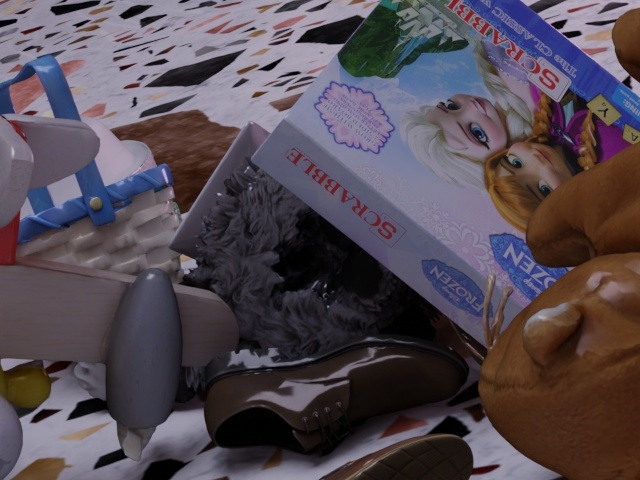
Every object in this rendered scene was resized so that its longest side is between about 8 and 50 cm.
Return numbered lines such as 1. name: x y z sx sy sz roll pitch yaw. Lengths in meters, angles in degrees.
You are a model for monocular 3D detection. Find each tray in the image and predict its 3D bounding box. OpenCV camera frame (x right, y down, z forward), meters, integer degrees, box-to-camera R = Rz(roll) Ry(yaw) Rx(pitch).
1. tray: -0.065 -0.029 1.972 0.145 0.030 0.270 -56 -15 1

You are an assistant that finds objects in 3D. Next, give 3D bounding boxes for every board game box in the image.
1. board game box: 0.146 -0.071 1.675 0.066 0.318 0.318 -50 3 45

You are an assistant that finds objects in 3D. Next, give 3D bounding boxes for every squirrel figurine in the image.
1. squirrel figurine: 0.298 0.025 1.388 0.397 0.281 0.370 0 32 49

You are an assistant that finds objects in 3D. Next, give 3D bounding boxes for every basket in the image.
1. basket: -0.254 -0.036 2.001 0.201 0.289 0.255 -26 7 -17

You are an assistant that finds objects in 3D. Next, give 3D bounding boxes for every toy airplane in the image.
1. toy airplane: -0.293 0.076 1.621 0.386 0.384 0.272 -28 47 3

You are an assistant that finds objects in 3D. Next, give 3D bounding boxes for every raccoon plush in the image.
1. raccoon plush: 0.000 0.000 1.861 0.446 0.216 0.299 -9 9 35

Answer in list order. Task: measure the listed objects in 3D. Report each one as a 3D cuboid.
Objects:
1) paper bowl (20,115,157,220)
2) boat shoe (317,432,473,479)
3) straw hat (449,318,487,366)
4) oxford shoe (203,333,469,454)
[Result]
1. paper bowl: -0.332 -0.049 2.372 0.284 0.148 0.284 -17 20 6
2. boat shoe: 0.029 0.189 1.477 0.178 0.064 0.060 -26 22 -15
3. straw hat: 0.157 0.078 1.668 0.144 0.144 0.061 -36 -17 -43
4. oxford shoe: 0.013 0.138 1.648 0.227 0.083 0.096 -11 43 13
